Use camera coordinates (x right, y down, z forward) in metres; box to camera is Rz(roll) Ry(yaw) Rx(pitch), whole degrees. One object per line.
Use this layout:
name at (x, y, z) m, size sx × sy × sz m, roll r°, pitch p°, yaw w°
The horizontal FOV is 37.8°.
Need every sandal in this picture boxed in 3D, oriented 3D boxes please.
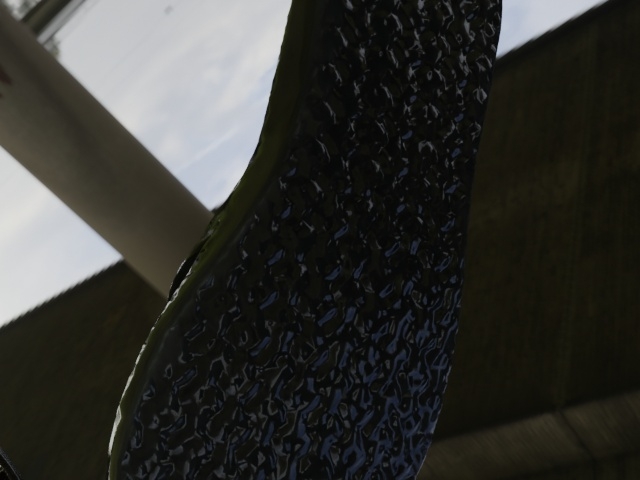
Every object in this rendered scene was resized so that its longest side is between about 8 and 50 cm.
sandal at (0.002, 0.000, 0.549) m, size 0.107 × 0.167 × 0.446 m, roll -21°, pitch -135°, yaw 59°

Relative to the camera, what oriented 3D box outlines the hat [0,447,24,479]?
hat at (-0.208, 0.272, 0.647) m, size 0.134 × 0.331 × 0.331 m, roll -39°, pitch -158°, yaw -24°
